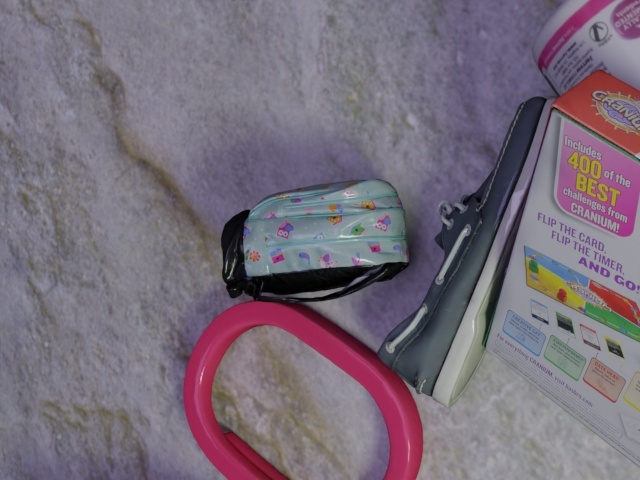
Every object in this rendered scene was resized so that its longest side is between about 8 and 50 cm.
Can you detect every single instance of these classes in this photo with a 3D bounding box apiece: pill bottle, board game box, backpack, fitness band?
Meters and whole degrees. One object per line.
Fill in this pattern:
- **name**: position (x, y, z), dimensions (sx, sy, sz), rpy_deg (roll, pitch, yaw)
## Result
- **pill bottle**: position (0.320, -0.095, 0.823), dimensions (0.160, 0.160, 0.283), rpy_deg (-37, 73, 22)
- **board game box**: position (0.268, 0.052, 0.787), dimensions (0.242, 0.064, 0.316), rpy_deg (38, 147, 26)
- **backpack**: position (0.000, 0.000, 1.006), dimensions (0.182, 0.152, 0.115), rpy_deg (-8, 94, 16)
- **fitness band**: position (-0.023, 0.190, 1.064), dimensions (0.291, 0.054, 0.209), rpy_deg (33, 101, 24)

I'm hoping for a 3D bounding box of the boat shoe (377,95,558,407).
- **boat shoe**: position (0.144, 0.003, 0.942), dimensions (0.099, 0.116, 0.319), rpy_deg (25, 105, 23)
